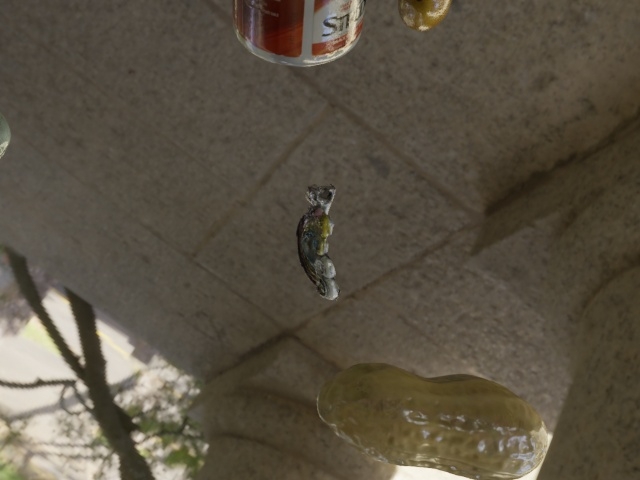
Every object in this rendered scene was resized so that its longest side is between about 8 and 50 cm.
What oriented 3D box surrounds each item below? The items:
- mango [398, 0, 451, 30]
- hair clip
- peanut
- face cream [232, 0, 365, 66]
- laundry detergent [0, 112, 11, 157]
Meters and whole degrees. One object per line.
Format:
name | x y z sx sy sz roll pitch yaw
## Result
mango | 0.192 -0.467 1.622 0.099 0.227 0.136 3 109 -4
hair clip | -0.001 0.000 1.317 0.116 0.049 0.172 -139 48 -66
peanut | 0.102 0.163 0.793 0.214 0.099 0.090 11 141 -4
face cream | -0.030 -0.385 1.261 0.201 0.201 0.187 23 141 15
laundry detergent | -0.558 -0.130 1.236 0.280 0.215 0.105 43 165 30
